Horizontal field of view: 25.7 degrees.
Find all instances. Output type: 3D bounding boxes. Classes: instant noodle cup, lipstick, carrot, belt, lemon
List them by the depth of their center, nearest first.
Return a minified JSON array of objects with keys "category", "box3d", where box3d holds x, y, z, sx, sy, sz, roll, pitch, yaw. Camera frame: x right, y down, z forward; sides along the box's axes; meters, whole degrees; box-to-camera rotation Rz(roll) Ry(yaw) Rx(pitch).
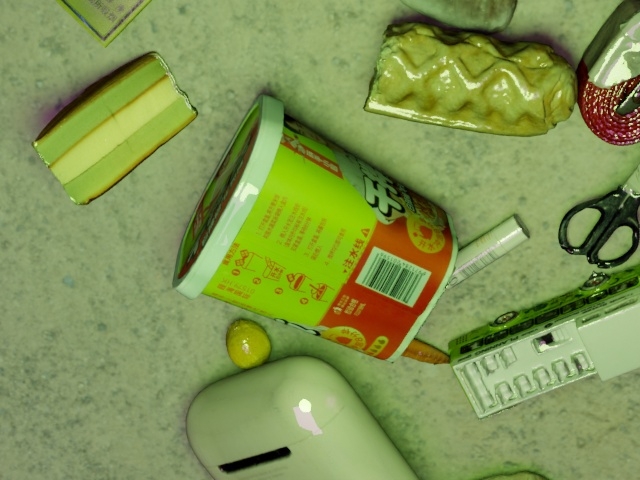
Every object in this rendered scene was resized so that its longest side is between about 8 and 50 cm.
[{"category":"belt","box3d":[0.408,-0.217,1.780,0.128,0.124,0.201,30,112,-9]},{"category":"instant noodle cup","box3d":[0.000,0.000,1.852,0.308,0.294,0.294,27,113,-12]},{"category":"lipstick","box3d":[0.221,0.018,1.941,0.141,0.040,0.040,-35,105,18]},{"category":"carrot","box3d":[0.069,0.134,1.999,0.256,0.061,0.061,26,113,-9]},{"category":"lemon","box3d":[-0.102,0.153,2.019,0.065,0.065,0.092,-25,114,15]}]

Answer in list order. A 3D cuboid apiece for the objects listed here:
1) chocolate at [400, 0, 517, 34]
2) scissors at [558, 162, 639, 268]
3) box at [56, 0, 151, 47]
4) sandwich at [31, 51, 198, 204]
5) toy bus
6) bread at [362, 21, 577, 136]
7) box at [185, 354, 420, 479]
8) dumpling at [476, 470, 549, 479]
[{"category":"chocolate","box3d":[0.201,-0.406,1.744,0.185,0.100,0.303,19,116,-5]},{"category":"scissors","box3d":[0.414,-0.071,1.840,0.109,0.022,0.300,25,134,-3]},{"category":"box","box3d":[-0.252,-0.377,1.819,0.141,0.064,0.220,44,112,-11]},{"category":"sandwich","box3d":[-0.270,-0.148,1.853,0.144,0.187,0.117,-28,107,22]},{"category":"toy bus","box3d":[0.328,0.145,1.926,0.301,0.139,0.113,-24,105,17]},{"category":"bread","box3d":[0.195,-0.203,1.797,0.267,0.152,0.130,10,90,2]},{"category":"box","box3d":[-0.017,0.329,2.005,0.288,0.141,0.349,-22,110,42]},{"category":"dumpling","box3d":[0.242,0.395,2.068,0.332,0.086,0.166,-13,143,11]}]
